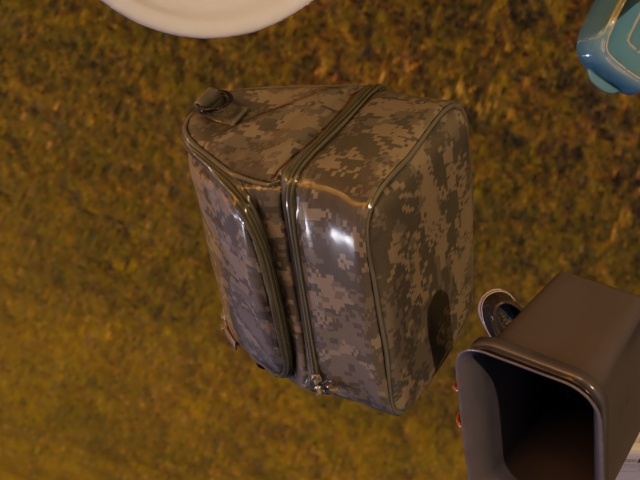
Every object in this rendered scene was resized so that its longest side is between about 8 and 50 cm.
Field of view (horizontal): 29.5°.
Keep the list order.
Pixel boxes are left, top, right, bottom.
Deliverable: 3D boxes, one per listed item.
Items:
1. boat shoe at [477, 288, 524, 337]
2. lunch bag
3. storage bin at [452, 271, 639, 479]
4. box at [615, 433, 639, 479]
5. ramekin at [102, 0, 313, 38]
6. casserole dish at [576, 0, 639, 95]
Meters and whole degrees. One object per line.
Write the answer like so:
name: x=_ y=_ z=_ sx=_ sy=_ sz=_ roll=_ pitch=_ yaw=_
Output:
boat shoe: x=0.187 y=0.107 z=1.086 sx=0.142 sy=0.049 sz=0.040 roll=55 pitch=179 yaw=-9
lunch bag: x=0.000 y=0.000 z=1.211 sx=0.256 sy=0.212 sz=0.305 roll=17 pitch=136 yaw=29
storage bin: x=0.132 y=0.087 z=0.678 sx=0.098 sy=0.091 sz=0.135 roll=19 pitch=137 yaw=32
box: x=0.327 y=0.207 z=1.330 sx=0.181 sy=0.119 sz=0.182 roll=1 pitch=151 yaw=-1
ramekin: x=-0.097 y=-0.293 z=0.864 sx=0.277 sy=0.277 sz=0.135 roll=41 pitch=176 yaw=-37
casserole dish: x=0.357 y=-0.247 z=1.327 sx=0.114 sy=0.188 sz=0.037 roll=30 pitch=177 yaw=-23
